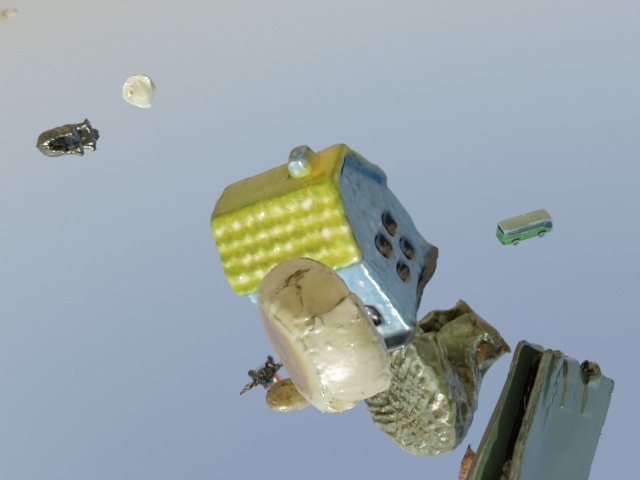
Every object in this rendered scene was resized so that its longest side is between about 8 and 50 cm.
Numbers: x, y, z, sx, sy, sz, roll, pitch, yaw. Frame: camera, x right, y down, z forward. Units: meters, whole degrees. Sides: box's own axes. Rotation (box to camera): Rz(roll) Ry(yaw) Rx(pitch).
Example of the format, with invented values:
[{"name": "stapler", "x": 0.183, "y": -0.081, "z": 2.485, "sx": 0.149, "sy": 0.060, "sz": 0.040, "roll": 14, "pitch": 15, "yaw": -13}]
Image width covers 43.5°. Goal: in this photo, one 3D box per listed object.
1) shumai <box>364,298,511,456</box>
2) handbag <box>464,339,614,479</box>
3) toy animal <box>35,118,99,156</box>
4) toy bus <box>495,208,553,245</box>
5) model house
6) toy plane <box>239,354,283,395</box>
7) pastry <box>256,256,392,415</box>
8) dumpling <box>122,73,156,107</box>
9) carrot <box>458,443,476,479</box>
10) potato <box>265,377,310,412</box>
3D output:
[{"name": "shumai", "x": 0.209, "y": 0.248, "z": 1.400, "sx": 0.222, "sy": 0.261, "sz": 0.225, "roll": -12, "pitch": -127, "yaw": -35}, {"name": "handbag", "x": 0.289, "y": 0.268, "z": 1.048, "sx": 0.079, "sy": 0.247, "sz": 0.260, "roll": 11, "pitch": -100, "yaw": 39}, {"name": "toy animal", "x": -0.350, "y": -0.144, "z": 1.128, "sx": 0.065, "sy": 0.047, "sz": 0.136, "roll": -9, "pitch": -165, "yaw": 8}, {"name": "toy bus", "x": 0.302, "y": -0.020, "z": 1.184, "sx": 0.083, "sy": 0.037, "sz": 0.031, "roll": -17, "pitch": -134, "yaw": -9}, {"name": "model house", "x": 0.000, "y": 0.000, "z": 1.181, "sx": 0.237, "sy": 0.303, "sz": 0.215, "roll": -16, "pitch": -147, "yaw": 33}, {"name": "toy plane", "x": -0.105, "y": 0.256, "z": 1.520, "sx": 0.135, "sy": 0.062, "sz": 0.188, "roll": -37, "pitch": 171, "yaw": -1}, {"name": "pastry", "x": 0.000, "y": 0.095, "z": 0.809, "sx": 0.088, "sy": 0.166, "sz": 0.166, "roll": -29, "pitch": -151, "yaw": -14}, {"name": "dumpling", "x": -0.352, "y": -0.292, "z": 1.558, "sx": 0.057, "sy": 0.052, "sz": 0.076, "roll": 18, "pitch": 174, "yaw": -2}, {"name": "carrot", "x": 0.235, "y": 0.419, "z": 1.253, "sx": 0.057, "sy": 0.224, "sz": 0.057, "roll": -4, "pitch": -158, "yaw": 2}, {"name": "potato", "x": -0.043, "y": 0.234, "z": 1.219, "sx": 0.083, "sy": 0.040, "sz": 0.051, "roll": -11, "pitch": -110, "yaw": -3}]
